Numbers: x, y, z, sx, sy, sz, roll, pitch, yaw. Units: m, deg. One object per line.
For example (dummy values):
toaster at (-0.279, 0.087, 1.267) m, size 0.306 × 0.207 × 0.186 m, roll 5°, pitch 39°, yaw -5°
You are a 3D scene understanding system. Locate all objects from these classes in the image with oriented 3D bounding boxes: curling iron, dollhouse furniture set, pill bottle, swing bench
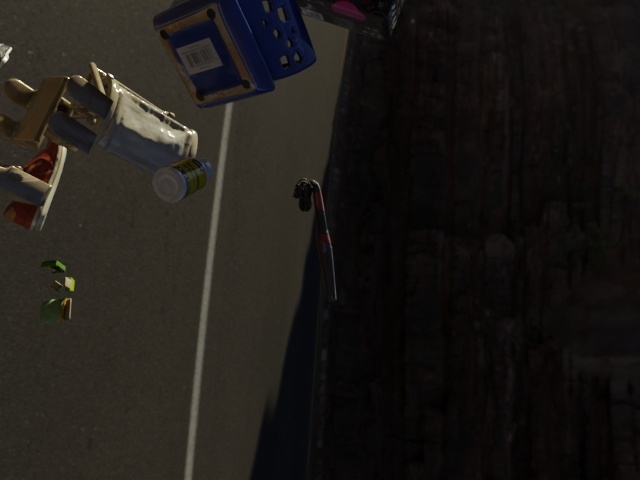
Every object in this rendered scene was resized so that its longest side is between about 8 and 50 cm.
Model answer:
curling iron at (0.000, 0.000, 1.042) m, size 0.035 × 0.068 × 0.273 m, roll -24°, pitch 106°, yaw -33°
dollhouse furniture set at (-0.669, 0.130, 1.248) m, size 0.058 × 0.076 × 0.151 m, roll 95°, pitch -10°, yaw -70°
pill bottle at (-0.243, -0.114, 0.897) m, size 0.116 × 0.065 × 0.065 m, roll -53°, pitch 141°, yaw -62°
swing bench at (-0.471, -0.288, 1.259) m, size 0.253 × 0.255 × 0.165 m, roll 29°, pitch 94°, yaw -49°
dollhouse furniture set at (-0.551, -0.208, 0.906) m, size 0.161 × 0.212 × 0.241 m, roll 40°, pitch 64°, yaw -56°

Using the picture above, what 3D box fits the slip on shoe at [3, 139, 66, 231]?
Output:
slip on shoe at (-0.763, -0.182, 1.347) m, size 0.101 × 0.123 × 0.331 m, roll 19°, pitch 57°, yaw -28°

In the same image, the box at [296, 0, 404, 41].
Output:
box at (0.067, -0.589, 1.157) m, size 0.163 × 0.248 × 0.142 m, roll -21°, pitch 133°, yaw -80°

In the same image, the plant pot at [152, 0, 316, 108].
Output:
plant pot at (-0.182, -0.412, 1.018) m, size 0.212 × 0.236 × 0.235 m, roll -59°, pitch 135°, yaw -41°

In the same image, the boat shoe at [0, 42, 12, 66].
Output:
boat shoe at (-0.686, -0.398, 1.049) m, size 0.038 × 0.046 × 0.125 m, roll 49°, pitch 6°, yaw -43°
